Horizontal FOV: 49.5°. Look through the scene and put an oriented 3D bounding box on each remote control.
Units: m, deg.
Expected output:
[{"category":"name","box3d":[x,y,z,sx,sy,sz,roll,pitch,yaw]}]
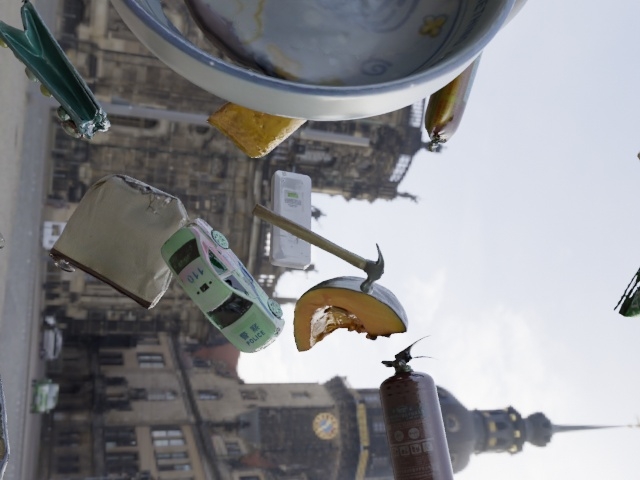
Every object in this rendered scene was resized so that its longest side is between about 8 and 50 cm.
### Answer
[{"category":"remote control","box3d":[-0.073,-0.053,1.708,0.034,0.103,0.250,132,-38,-59]}]

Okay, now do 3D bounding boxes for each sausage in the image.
[{"category":"sausage","box3d":[0.257,-0.334,1.248,0.082,0.082,0.372,16,-91,69]}]

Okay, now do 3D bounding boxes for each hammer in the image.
[{"category":"hammer","box3d":[0.000,0.000,0.857,0.062,0.182,0.017,-59,-170,14]}]

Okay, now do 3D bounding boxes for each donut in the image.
[{"category":"donut","box3d":[-0.053,-0.244,1.147,0.277,0.108,0.277,-39,-170,8]}]

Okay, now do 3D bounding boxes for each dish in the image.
[{"category":"dish","box3d":[-0.016,-0.179,0.476,0.134,0.273,0.274,116,-29,-64]}]

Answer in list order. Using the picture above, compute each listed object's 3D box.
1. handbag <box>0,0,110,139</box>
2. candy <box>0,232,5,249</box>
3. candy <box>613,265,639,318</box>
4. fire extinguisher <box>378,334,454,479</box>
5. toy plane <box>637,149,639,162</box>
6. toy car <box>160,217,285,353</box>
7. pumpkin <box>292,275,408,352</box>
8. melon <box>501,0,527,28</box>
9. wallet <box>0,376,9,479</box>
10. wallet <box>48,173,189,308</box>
[{"category":"handbag","box3d":[-0.560,-0.339,1.455,0.274,0.100,0.268,58,-11,-11]},{"category":"candy","box3d":[-0.810,0.129,1.327,0.386,0.186,0.427,-26,-153,49]},{"category":"candy","box3d":[0.483,0.067,0.898,0.141,0.078,0.203,-56,-156,4]},{"category":"fire extinguisher","box3d":[0.190,0.362,1.335,0.114,0.135,0.338,23,54,-67]},{"category":"toy plane","box3d":[0.484,-0.102,0.916,0.204,0.316,0.103,-30,-96,41]},{"category":"toy car","box3d":[-0.150,0.075,1.049,0.090,0.224,0.076,-39,180,17]},{"category":"pumpkin","box3d":[0.041,0.122,1.468,0.312,0.169,0.148,-20,-151,37]},{"category":"melon","box3d":[0.204,-0.410,1.095,0.223,0.316,0.223,55,3,-5]},{"category":"wallet","box3d":[-0.298,0.099,0.380,0.122,0.232,0.031,42,-63,53]},{"category":"wallet","box3d":[-0.464,-0.007,1.625,0.275,0.335,0.068,-65,161,-3]}]
